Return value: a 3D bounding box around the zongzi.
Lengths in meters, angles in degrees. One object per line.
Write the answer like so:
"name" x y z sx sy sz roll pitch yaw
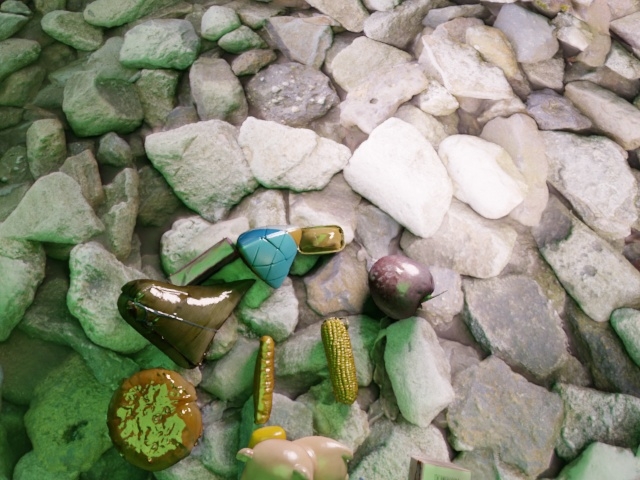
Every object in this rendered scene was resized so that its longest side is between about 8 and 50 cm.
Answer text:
"zongzi" -0.440 0.181 1.682 0.174 0.356 0.393 14 61 51

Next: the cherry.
"cherry" 0.278 0.159 1.737 0.266 0.183 0.213 36 67 28

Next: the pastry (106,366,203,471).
"pastry" -0.521 0.565 1.616 0.284 0.184 0.315 -29 73 -15

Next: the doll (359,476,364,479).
"doll" 0.104 0.847 1.578 0.110 0.067 0.206 14 61 20

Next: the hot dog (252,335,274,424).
"hot dog" -0.187 0.467 1.701 0.068 0.083 0.289 9 71 -16

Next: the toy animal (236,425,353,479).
"toy animal" -0.088 0.725 1.523 0.345 0.247 0.277 11 74 4

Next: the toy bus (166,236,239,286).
"toy bus" -0.421 0.094 1.811 0.274 0.112 0.090 -37 82 -10

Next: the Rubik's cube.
"Rubik's cube" -0.154 0.048 1.783 0.254 0.254 0.254 0 72 1

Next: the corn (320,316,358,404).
"corn" 0.068 0.403 1.706 0.106 0.106 0.293 -11 76 -3

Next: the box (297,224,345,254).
"box" 0.000 0.000 1.834 0.177 0.111 0.111 -5 72 -1

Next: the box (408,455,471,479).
"box" 0.331 0.834 1.491 0.143 0.225 0.341 11 72 3
